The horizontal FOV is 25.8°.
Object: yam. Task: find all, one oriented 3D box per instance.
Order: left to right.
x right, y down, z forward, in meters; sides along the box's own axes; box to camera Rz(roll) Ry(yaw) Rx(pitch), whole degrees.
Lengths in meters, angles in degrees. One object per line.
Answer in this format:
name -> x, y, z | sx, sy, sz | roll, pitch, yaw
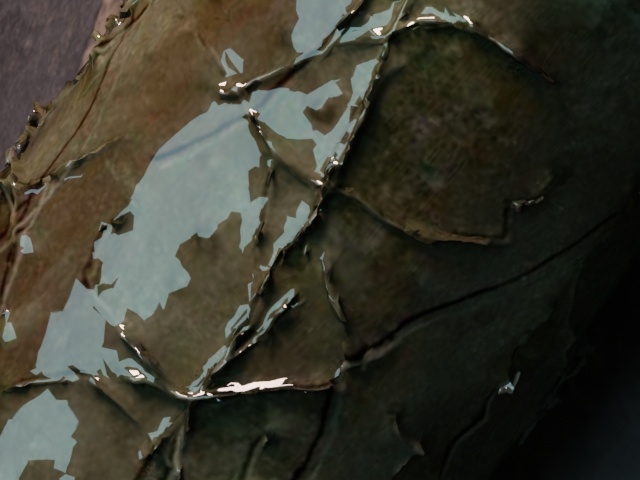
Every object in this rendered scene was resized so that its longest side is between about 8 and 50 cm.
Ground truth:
yam -> 0.000, 0.000, 0.551 | 0.348, 0.241, 0.241 | -55, 44, 12
